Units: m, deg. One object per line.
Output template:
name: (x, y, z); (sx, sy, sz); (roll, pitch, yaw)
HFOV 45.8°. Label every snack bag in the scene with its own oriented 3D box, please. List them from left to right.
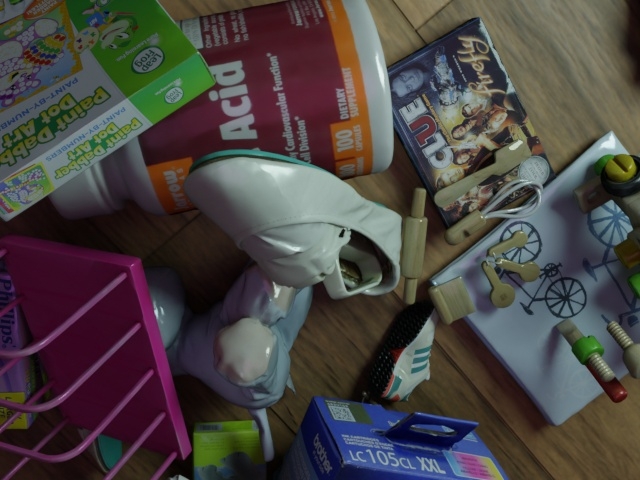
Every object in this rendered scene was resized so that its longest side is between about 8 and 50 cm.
snack bag: (0.379, 0.070, 1.099); (0.342, 0.037, 0.323); (-41, 103, 4)

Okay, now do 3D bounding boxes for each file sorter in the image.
file sorter: (-0.306, 0.172, 0.862); (0.202, 0.182, 0.290); (9, 123, 25)

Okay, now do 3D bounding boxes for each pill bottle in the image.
pill bottle: (-0.126, -0.153, 0.903); (0.392, 0.224, 0.224); (-12, 104, -2)

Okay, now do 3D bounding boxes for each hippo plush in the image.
hippo plush: (-0.148, 0.105, 1.004); (0.237, 0.234, 0.294); (13, 145, 9)

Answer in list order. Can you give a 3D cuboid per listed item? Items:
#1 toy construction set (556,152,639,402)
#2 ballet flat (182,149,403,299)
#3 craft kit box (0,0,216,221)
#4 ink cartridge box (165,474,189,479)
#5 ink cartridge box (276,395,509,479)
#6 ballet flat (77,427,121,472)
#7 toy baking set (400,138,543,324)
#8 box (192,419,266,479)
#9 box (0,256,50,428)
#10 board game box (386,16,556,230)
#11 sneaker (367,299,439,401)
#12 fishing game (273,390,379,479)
toy construction set: (0.421, 0.025, 1.004); (0.258, 0.237, 0.309); (18, 121, -38)
ballet flat: (0.000, 0.000, 0.880); (0.139, 0.400, 0.139); (-5, 79, 28)
craft kit box: (-0.273, -0.180, 0.782); (0.250, 0.061, 0.246); (-35, 63, -5)
ink cartridge box: (-0.118, 0.436, 0.877); (0.283, 0.117, 0.207); (36, 105, -17)
ink cartridge box: (0.074, 0.378, 1.035); (0.270, 0.151, 0.395); (15, 108, -23)
ballet flat: (-0.323, 0.247, 1.076); (0.052, 0.057, 0.168); (-3, 101, 24)
toy baking set: (0.205, -0.010, 1.027); (0.197, 0.030, 0.256); (-4, 107, -9)
box: (-0.134, 0.355, 1.115); (0.109, 0.042, 0.178); (-1, 103, -7)
box: (-0.496, 0.128, 0.991); (0.243, 0.117, 0.213); (0, 103, -6)
board game box: (0.193, -0.152, 1.026); (0.165, 0.042, 0.243); (-30, 104, 3)
sneaker: (0.135, 0.163, 1.097); (0.075, 0.057, 0.161); (27, 94, -35)
fishing game: (0.022, 0.360, 1.114); (0.264, 0.041, 0.189); (-39, 112, -3)
